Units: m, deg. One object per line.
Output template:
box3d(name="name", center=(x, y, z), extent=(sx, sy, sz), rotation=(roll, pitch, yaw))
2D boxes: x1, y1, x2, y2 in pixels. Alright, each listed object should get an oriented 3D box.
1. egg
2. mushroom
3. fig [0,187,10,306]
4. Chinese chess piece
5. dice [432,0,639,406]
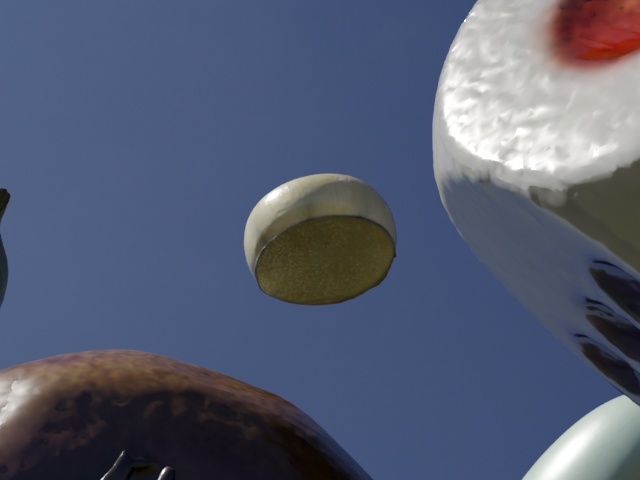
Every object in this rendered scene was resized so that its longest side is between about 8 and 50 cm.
box3d(name="egg", center=(0.297, 0.327, 1.673), extent=(0.230, 0.230, 0.371), rotation=(24, -87, -19))
box3d(name="mushroom", center=(-0.100, 0.217, 0.738), extent=(0.345, 0.345, 0.259), rotation=(21, -17, -17))
box3d(name="fig", center=(-0.276, 0.024, 1.157), extent=(0.109, 0.155, 0.103), rotation=(29, -4, 22))
box3d(name="Chinese chess piece", center=(0.000, 0.000, 1.272), extent=(0.122, 0.051, 0.122), rotation=(-8, -39, -6))
box3d(name="dice", center=(0.224, -0.039, 0.826), extent=(0.243, 0.259, 0.251), rotation=(-49, -62, -11))
